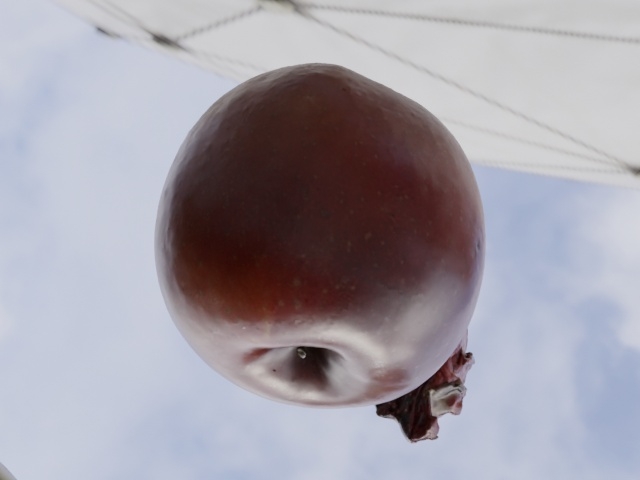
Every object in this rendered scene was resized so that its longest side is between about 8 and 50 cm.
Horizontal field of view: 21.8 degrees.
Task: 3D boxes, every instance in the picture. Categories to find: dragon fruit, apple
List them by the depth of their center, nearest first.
[{"bbox_3d":[0.000,0.000,1.089,0.218,0.218,0.201,-2,-118,35],"label":"apple"},{"bbox_3d":[0.087,0.100,1.268,0.097,0.063,0.131,-30,-136,14],"label":"dragon fruit"}]

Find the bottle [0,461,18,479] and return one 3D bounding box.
[{"bbox_3d":[-0.260,0.139,0.870,0.171,0.351,0.171,-27,-151,17],"label":"bottle"}]
